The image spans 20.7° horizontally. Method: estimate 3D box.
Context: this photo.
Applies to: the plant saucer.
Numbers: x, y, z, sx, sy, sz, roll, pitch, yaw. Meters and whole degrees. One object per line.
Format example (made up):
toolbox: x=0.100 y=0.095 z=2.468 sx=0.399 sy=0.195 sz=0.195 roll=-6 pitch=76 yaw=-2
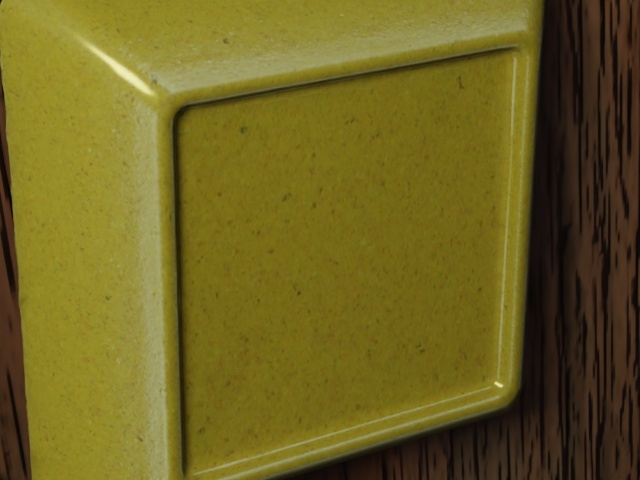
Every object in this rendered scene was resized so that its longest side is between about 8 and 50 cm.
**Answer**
plant saucer: x=0.000 y=0.000 z=0.975 sx=0.332 sy=0.081 sz=0.333 roll=-13 pitch=116 yaw=-27
